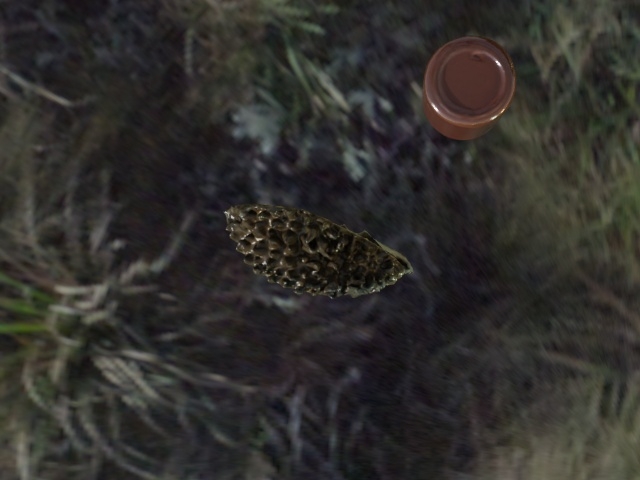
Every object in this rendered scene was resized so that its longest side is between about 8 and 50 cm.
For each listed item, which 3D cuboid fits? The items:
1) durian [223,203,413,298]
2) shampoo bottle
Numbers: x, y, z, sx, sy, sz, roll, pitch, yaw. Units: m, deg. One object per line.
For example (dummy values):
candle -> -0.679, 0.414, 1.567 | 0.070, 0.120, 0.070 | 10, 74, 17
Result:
durian -> -0.003, 0.009, 0.996 | 0.130, 0.066, 0.052 | 17, 93, -2
shampoo bottle -> 0.137, -0.136, 1.452 | 0.085, 0.244, 0.085 | 0, 90, 5
